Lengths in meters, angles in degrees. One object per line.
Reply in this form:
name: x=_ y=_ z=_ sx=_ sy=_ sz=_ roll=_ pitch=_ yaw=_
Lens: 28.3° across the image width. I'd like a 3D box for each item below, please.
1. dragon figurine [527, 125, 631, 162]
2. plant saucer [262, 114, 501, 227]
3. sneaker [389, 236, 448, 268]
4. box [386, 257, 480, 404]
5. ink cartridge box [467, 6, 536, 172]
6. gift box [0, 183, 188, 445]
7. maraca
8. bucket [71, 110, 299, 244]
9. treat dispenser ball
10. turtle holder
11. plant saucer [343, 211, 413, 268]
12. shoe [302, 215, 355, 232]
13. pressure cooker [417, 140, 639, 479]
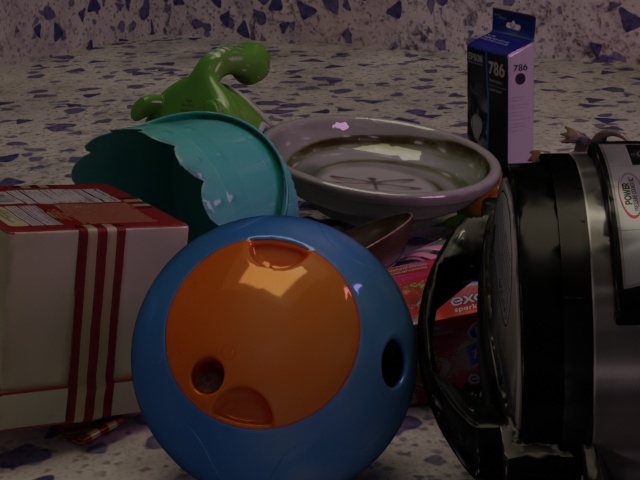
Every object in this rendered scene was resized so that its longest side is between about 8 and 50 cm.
dragon figurine: x=0.437 y=-0.118 z=2.057 sx=0.144 sy=0.085 sz=0.289 roll=14 pitch=-29 yaw=-27
plant saucer: x=0.092 y=-0.102 z=2.080 sx=0.400 sy=0.101 sz=0.400 roll=5 pitch=22 yaw=-2
sneaker: x=0.134 y=0.071 z=1.765 sx=0.131 sy=0.112 sz=0.319 roll=-12 pitch=5 yaw=42
box: x=0.202 y=0.091 z=1.497 sx=0.256 sy=0.123 sz=0.128 roll=-12 pitch=33 yaw=9
ink cartridge box: x=0.337 y=-0.264 z=2.384 sx=0.065 sy=0.333 sz=0.165 roll=-7 pitch=17 yaw=-20
gift box: x=-0.328 y=0.081 z=1.467 sx=0.276 sy=0.258 sz=0.255 roll=-3 pitch=16 yaw=-30
maraca: x=0.284 y=-0.052 z=2.114 sx=0.127 sy=0.099 sz=0.185 roll=11 pitch=38 yaw=33
bucket: x=-0.174 y=-0.035 z=1.674 sx=0.281 sy=0.281 sz=0.183 roll=12 pitch=23 yaw=36
treat dispenser ball: x=-0.047 y=0.118 z=1.280 sx=0.288 sy=0.288 sz=0.288 roll=-1 pitch=17 yaw=0
turtle holder: x=-0.190 y=-0.170 z=2.193 sx=0.243 sy=0.320 sz=0.227 roll=-21 pitch=-22 yaw=35
plant saucer: x=-0.006 y=0.047 z=1.744 sx=0.310 sy=0.050 sz=0.310 roll=-24 pitch=6 yaw=3
shoe: x=0.000 y=0.000 z=2.036 sx=0.081 sy=0.064 sz=0.178 roll=1 pitch=12 yaw=12
pressure cooker: x=0.303 y=0.098 z=1.209 sx=0.420 sy=0.376 sz=0.370 roll=0 pitch=-3 yaw=5
